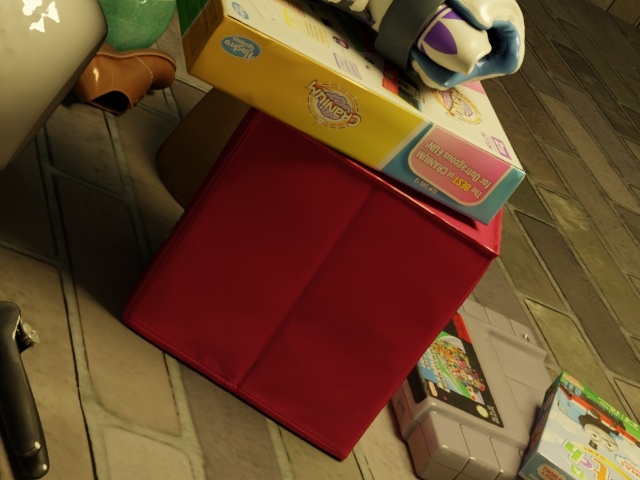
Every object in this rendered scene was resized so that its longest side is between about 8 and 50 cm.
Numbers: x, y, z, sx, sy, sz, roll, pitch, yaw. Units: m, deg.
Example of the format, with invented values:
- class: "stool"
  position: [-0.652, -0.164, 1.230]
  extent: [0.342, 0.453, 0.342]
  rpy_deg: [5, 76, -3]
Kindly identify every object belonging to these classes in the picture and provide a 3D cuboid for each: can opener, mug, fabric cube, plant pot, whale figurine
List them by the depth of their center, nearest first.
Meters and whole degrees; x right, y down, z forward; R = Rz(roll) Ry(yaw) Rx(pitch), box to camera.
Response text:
- class: "can opener"
  position: [-0.246, 0.117, 1.349]
  extent: [0.186, 0.073, 0.059]
  rpy_deg: [59, -7, 40]
- class: "mug"
  position: [-0.382, -0.224, 1.610]
  extent: [0.328, 0.276, 0.374]
  rpy_deg: [37, -9, -7]
- class: "fabric cube"
  position: [0.000, 0.000, 1.649]
  extent: [0.259, 0.258, 0.254]
  rpy_deg: [32, 23, -5]
- class: "plant pot"
  position: [-0.018, -0.134, 1.907]
  extent: [0.237, 0.254, 0.237]
  rpy_deg: [30, 23, -14]
- class: "whale figurine"
  position: [-0.289, -0.298, 2.061]
  extent: [0.216, 0.141, 0.272]
  rpy_deg: [1, 14, -40]

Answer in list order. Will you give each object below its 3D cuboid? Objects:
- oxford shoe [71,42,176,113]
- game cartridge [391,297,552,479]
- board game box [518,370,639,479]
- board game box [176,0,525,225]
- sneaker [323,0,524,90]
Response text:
- class: "oxford shoe"
  position: [-0.229, -0.181, 1.976]
  extent: [0.212, 0.076, 0.076]
  rpy_deg: [-9, 78, -63]
- class: "game cartridge"
  position: [0.169, 0.161, 1.828]
  extent: [0.230, 0.068, 0.355]
  rpy_deg: [30, 22, -24]
- class: "board game box"
  position: [0.288, 0.229, 1.734]
  extent: [0.160, 0.039, 0.211]
  rpy_deg: [36, 24, 1]
- class: "board game box"
  position: [0.021, -0.158, 1.571]
  extent: [0.316, 0.064, 0.242]
  rpy_deg: [26, 23, -21]
- class: "sneaker"
  position: [0.055, -0.240, 1.521]
  extent: [0.323, 0.130, 0.236]
  rpy_deg: [19, 21, -46]
